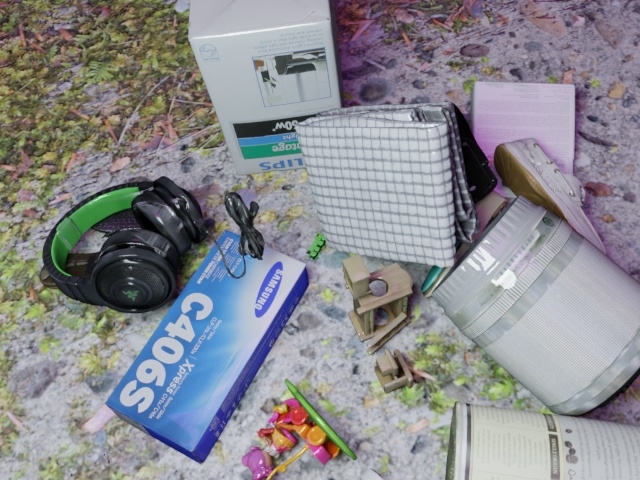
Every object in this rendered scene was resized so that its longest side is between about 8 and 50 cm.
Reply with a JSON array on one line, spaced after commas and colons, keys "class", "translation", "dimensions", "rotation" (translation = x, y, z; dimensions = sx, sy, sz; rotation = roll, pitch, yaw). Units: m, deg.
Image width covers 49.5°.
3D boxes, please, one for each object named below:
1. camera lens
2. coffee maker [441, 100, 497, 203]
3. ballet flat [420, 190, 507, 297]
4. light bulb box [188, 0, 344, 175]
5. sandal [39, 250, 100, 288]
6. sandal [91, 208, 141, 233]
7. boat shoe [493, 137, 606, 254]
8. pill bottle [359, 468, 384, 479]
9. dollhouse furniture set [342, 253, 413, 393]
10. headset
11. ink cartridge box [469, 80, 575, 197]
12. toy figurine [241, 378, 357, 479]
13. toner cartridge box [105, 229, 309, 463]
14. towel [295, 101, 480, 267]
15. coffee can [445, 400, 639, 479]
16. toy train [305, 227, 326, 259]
[{"class": "camera lens", "translation": [0.328, 0.096, 1.001], "dimensions": [0.274, 0.219, 0.219], "rotation": [42, 70, 7]}, {"class": "coffee maker", "translation": [0.221, -0.168, 1.199], "dimensions": [0.120, 0.171, 0.178], "rotation": [-11, 33, 2]}, {"class": "ballet flat", "translation": [0.253, 0.009, 1.178], "dimensions": [0.086, 0.086, 0.248], "rotation": [22, 62, 17]}, {"class": "light bulb box", "translation": [-0.081, -0.369, 1.267], "dimensions": [0.225, 0.361, 0.358], "rotation": [-6, 59, 4]}, {"class": "sandal", "translation": [-0.376, 0.064, 1.208], "dimensions": [0.219, 0.060, 0.090], "rotation": [-5, 48, 4]}, {"class": "sandal", "translation": [-0.348, -0.035, 1.283], "dimensions": [0.179, 0.040, 0.067], "rotation": [5, 64, -8]}, {"class": "boat shoe", "translation": [0.412, -0.074, 1.191], "dimensions": [0.096, 0.098, 0.277], "rotation": [-24, 66, -13]}, {"class": "pill bottle", "translation": [0.046, 0.383, 0.973], "dimensions": [0.067, 0.067, 0.120], "rotation": [36, 68, 23]}, {"class": "dollhouse furniture set", "translation": [0.114, 0.120, 1.057], "dimensions": [0.101, 0.182, 0.161], "rotation": [-21, 59, -7]}, {"class": "headset", "translation": [-0.273, -0.015, 1.110], "dimensions": [0.394, 0.185, 0.243], "rotation": [6, 48, 21]}, {"class": "ink cartridge box", "translation": [0.376, -0.184, 1.307], "dimensions": [0.189, 0.066, 0.232], "rotation": [4, 80, 7]}, {"class": "toy figurine", "translation": [-0.059, 0.309, 1.014], "dimensions": [0.159, 0.130, 0.173], "rotation": [-42, 42, -8]}, {"class": "toner cartridge box", "translation": [-0.172, 0.160, 1.123], "dimensions": [0.165, 0.075, 0.348], "rotation": [23, 63, 16]}, {"class": "towel", "translation": [0.110, -0.099, 1.109], "dimensions": [0.283, 0.235, 0.121], "rotation": [7, 27, 43]}, {"class": "coffee can", "translation": [0.306, 0.327, 0.903], "dimensions": [0.275, 0.201, 0.202], "rotation": [6, 60, 9]}, {"class": "toy train", "translation": [0.000, 0.000, 1.238], "dimensions": [0.023, 0.017, 0.083], "rotation": [20, 62, 27]}]
